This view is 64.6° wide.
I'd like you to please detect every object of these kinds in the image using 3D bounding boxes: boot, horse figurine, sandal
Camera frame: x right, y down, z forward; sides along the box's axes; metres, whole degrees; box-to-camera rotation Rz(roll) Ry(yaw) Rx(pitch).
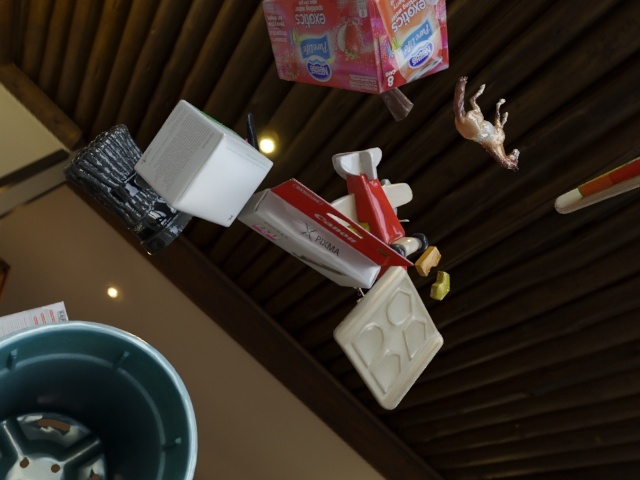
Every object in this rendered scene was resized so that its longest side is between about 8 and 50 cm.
[{"bbox_3d":[-0.390,-0.155,1.161,0.131,0.348,0.260,-32,-68,24],"label":"boot"},{"bbox_3d":[0.411,-0.301,1.282,0.263,0.174,0.066,25,-19,-30],"label":"horse figurine"},{"bbox_3d":[0.171,-0.327,1.092,0.114,0.037,0.106,57,-40,9],"label":"boot"},{"bbox_3d":[-0.219,-0.302,1.565,0.040,0.067,0.179,-6,-73,7],"label":"sandal"}]

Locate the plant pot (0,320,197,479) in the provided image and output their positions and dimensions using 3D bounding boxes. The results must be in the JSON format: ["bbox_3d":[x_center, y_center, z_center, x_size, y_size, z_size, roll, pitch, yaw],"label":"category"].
[{"bbox_3d":[-0.410,0.344,0.769,0.341,0.341,0.334,43,-46,-4],"label":"plant pot"}]

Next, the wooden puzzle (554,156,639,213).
[{"bbox_3d":[0.472,-0.112,0.698,0.221,0.239,0.044,-25,-92,-6],"label":"wooden puzzle"}]

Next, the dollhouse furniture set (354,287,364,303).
[{"bbox_3d":[0.129,0.146,1.428,0.091,0.114,0.081,-30,-110,0],"label":"dollhouse furniture set"}]

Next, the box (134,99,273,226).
[{"bbox_3d":[-0.134,-0.086,0.590,0.087,0.101,0.102,42,-81,28],"label":"box"}]

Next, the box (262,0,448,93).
[{"bbox_3d":[0.042,-0.294,0.718,0.257,0.128,0.122,29,-41,49],"label":"box"}]

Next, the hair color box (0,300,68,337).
[{"bbox_3d":[-0.623,0.186,1.091,0.043,0.141,0.071,-29,-103,54],"label":"hair color box"}]

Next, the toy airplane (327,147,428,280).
[{"bbox_3d":[0.117,-0.083,1.513,0.386,0.384,0.272,29,-34,-26],"label":"toy airplane"}]

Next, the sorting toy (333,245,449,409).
[{"bbox_3d":[0.174,0.168,1.062,0.041,0.307,0.229,5,-45,55],"label":"sorting toy"}]

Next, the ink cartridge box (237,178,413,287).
[{"bbox_3d":[0.000,0.000,0.944,0.275,0.060,0.239,34,-14,-19],"label":"ink cartridge box"}]
